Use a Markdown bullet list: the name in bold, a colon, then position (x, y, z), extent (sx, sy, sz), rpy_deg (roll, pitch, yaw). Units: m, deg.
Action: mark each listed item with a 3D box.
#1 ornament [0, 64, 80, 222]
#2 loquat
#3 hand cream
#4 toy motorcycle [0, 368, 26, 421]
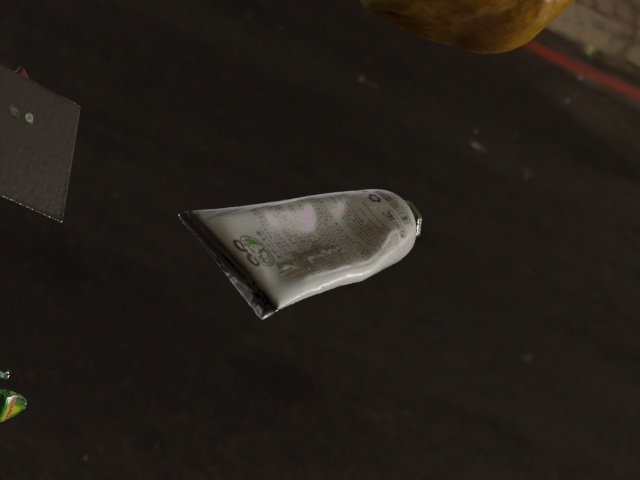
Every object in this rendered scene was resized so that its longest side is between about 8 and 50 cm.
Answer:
- **ornament**: position (-0.418, -0.114, 1.659), extent (0.196, 0.166, 0.153), rpy_deg (-5, -21, 35)
- **loquat**: position (0.115, -0.230, 1.021), extent (0.187, 0.176, 0.234), rpy_deg (2, -3, -19)
- **hand cream**: position (0.000, 0.000, 1.329), extent (0.121, 0.076, 0.336), rpy_deg (47, 27, 17)
- **toy motorcycle**: position (-0.373, 0.152, 1.340), extent (0.106, 0.074, 0.190), rpy_deg (33, 16, 19)
